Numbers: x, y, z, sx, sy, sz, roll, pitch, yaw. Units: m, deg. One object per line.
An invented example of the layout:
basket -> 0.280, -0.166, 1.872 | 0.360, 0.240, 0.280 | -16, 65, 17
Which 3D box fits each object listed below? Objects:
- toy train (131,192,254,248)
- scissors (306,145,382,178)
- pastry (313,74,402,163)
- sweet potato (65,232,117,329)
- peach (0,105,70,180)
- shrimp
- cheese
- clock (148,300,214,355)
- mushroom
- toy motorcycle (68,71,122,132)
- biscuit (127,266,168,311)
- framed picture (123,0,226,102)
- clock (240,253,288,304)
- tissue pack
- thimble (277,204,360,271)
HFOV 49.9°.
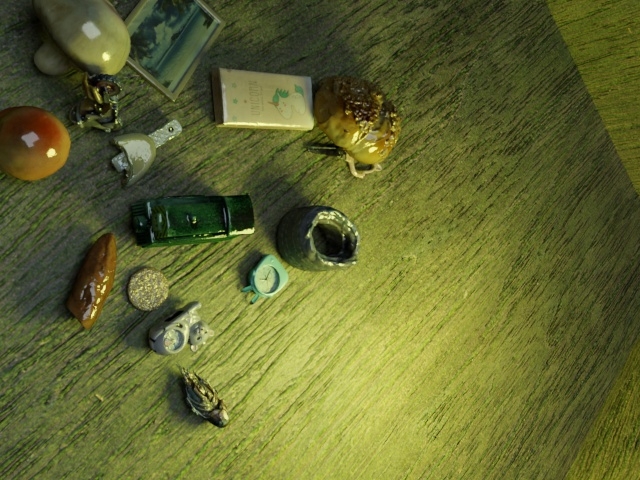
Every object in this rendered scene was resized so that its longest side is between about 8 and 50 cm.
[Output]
toy train -> -0.331, -0.060, 1.843 | 0.331, 0.178, 0.138 | -6, 90, -39
scissors -> 0.081, -0.289, 2.271 | 0.318, 0.024, 0.160 | 1, 86, -38
pastry -> 0.129, -0.399, 2.173 | 0.316, 0.184, 0.284 | 39, 39, -23
sweet potato -> -0.564, 0.095, 1.708 | 0.097, 0.097, 0.251 | 24, 68, -33
peach -> -0.676, -0.229, 1.597 | 0.184, 0.184, 0.184 | 4, 83, -37
shrimp -> -0.327, 0.420, 1.866 | 0.090, 0.079, 0.232 | -44, 107, -37
cheese -> -0.462, -0.251, 1.839 | 0.235, 0.050, 0.127 | -40, 108, -31
clock -> -0.372, 0.255, 1.843 | 0.176, 0.080, 0.117 | -36, 108, -36
mushroom -> -0.598, -0.497, 1.668 | 0.234, 0.260, 0.254 | -37, 118, 6
toy motorcycle -> -0.554, -0.333, 1.689 | 0.130, 0.229, 0.093 | 5, 65, -13
biscuit -> -0.457, 0.130, 1.830 | 0.120, 0.015, 0.120 | 3, 85, -38
framed picture -> -0.423, -0.576, 1.916 | 0.232, 0.024, 0.314 | 40, 65, -29
clock -> -0.169, 0.119, 2.031 | 0.147, 0.045, 0.108 | -47, 112, -29
tissue pack -> -0.168, -0.419, 2.065 | 0.326, 0.071, 0.170 | -5, 91, -37
thimble -> 0.000, 0.000, 2.093 | 0.236, 0.172, 0.205 | 40, 67, -29
